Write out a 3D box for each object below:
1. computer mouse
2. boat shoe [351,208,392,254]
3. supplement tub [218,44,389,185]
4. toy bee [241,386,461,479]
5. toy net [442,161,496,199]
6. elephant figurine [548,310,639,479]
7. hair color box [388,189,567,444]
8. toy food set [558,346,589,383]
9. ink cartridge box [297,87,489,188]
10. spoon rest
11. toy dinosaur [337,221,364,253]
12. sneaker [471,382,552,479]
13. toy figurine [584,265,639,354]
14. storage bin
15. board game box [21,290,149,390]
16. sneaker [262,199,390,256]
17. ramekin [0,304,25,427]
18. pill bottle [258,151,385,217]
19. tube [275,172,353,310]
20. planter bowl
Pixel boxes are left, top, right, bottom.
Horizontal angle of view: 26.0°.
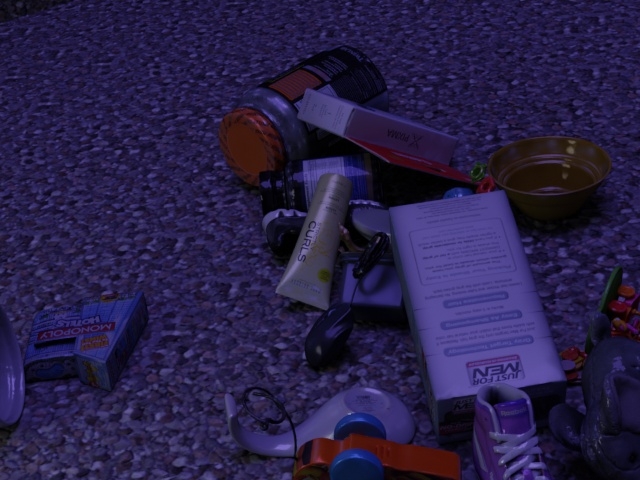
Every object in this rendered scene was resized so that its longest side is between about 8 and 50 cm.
[{"bbox_3d":[0.038,0.087,2.153,0.071,0.041,0.242,-5,54,60],"label":"computer mouse"},{"bbox_3d":[0.145,0.016,2.322,0.227,0.081,0.079,24,34,30],"label":"boat shoe"},{"bbox_3d":[-0.033,-0.237,2.673,0.193,0.194,0.316,22,41,39],"label":"supplement tub"},{"bbox_3d":[0.029,0.304,1.839,0.298,0.162,0.195,31,33,11],"label":"toy bee"},{"bbox_3d":[0.270,-0.030,2.374,0.122,0.045,0.232,-38,37,22],"label":"toy net"},{"bbox_3d":[0.389,0.240,1.814,0.186,0.169,0.239,18,35,27],"label":"elephant figurine"},{"bbox_3d":[0.224,0.104,2.038,0.185,0.114,0.374,-9,47,-2],"label":"hair color box"},{"bbox_3d":[0.381,0.184,2.053,0.082,0.020,0.083,-26,36,-27],"label":"toy food set"},{"bbox_3d":[0.147,-0.185,2.531,0.296,0.066,0.261,11,12,-45],"label":"ink cartridge box"},{"bbox_3d":[-0.001,0.261,1.973,0.276,0.084,0.137,2,31,-11],"label":"spoon rest"},{"bbox_3d":[0.090,0.041,2.285,0.183,0.092,0.053,32,71,-5],"label":"toy dinosaur"},{"bbox_3d":[0.251,0.294,1.767,0.102,0.161,0.282,-12,34,-10],"label":"sneaker"},{"bbox_3d":[0.488,0.130,2.034,0.159,0.130,0.173,17,32,20],"label":"toy figurine"},{"bbox_3d":[0.092,0.083,2.229,0.135,0.098,0.091,4,60,16],"label":"storage bin"},{"bbox_3d":[-0.379,0.165,2.210,0.194,0.060,0.194,-7,30,1],"label":"board game box"},{"bbox_3d":[0.015,-0.009,2.406,0.234,0.078,0.106,-6,39,2],"label":"sneaker"},{"bbox_3d":[-0.534,0.186,2.078,0.109,0.207,0.207,-13,30,7],"label":"ramekin"},{"bbox_3d":[0.003,-0.090,2.489,0.219,0.123,0.123,-6,31,3],"label":"pill bottle"},{"bbox_3d":[0.000,0.000,2.317,0.070,0.062,0.240,-1,57,30],"label":"tube"},{"bbox_3d":[0.403,-0.096,2.445,0.217,0.090,0.217,-5,30,3],"label":"planter bowl"}]
